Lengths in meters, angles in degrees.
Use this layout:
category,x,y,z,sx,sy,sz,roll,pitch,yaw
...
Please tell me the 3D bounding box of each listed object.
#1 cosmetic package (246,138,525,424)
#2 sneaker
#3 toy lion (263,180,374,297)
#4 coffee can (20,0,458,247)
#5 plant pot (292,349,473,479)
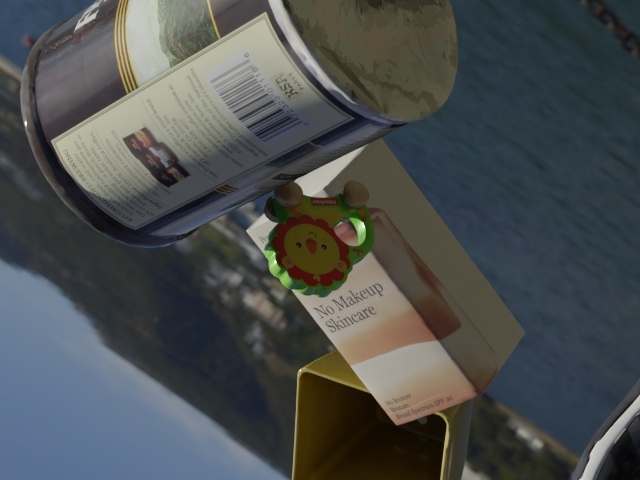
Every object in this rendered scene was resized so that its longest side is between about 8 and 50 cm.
category,x,y,z,sx,sy,sz,roll,pitch,yaw
cosmetic package,0.076,0.048,1.655,0.153,0.129,0.296,-29,103,45
sneaker,0.256,0.140,0.991,0.084,0.234,0.097,31,179,-41
toy lion,0.000,0.000,1.158,0.100,0.034,0.096,-2,-118,-30
coffee can,-0.063,-0.132,1.095,0.275,0.201,0.201,-24,134,38
plant pot,0.102,0.245,1.915,0.212,0.212,0.187,16,-151,23
